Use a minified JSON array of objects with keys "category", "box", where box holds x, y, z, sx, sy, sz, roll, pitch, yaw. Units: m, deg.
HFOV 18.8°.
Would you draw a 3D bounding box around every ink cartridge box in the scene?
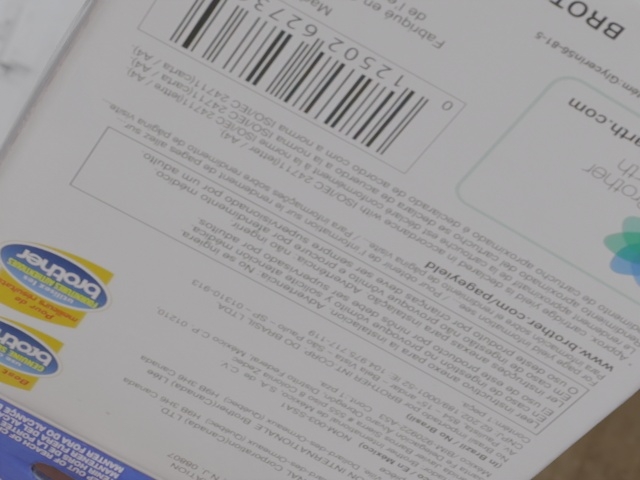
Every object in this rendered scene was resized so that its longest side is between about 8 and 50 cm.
[{"category":"ink cartridge box","box":[0.000,0.000,0.555,0.311,0.186,0.065,-50,16,42]}]
